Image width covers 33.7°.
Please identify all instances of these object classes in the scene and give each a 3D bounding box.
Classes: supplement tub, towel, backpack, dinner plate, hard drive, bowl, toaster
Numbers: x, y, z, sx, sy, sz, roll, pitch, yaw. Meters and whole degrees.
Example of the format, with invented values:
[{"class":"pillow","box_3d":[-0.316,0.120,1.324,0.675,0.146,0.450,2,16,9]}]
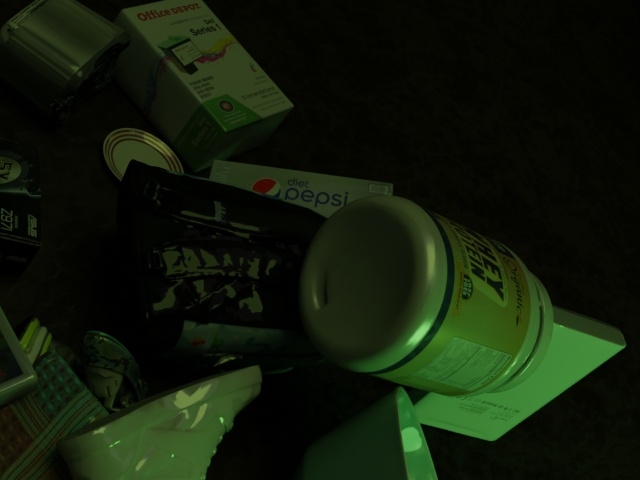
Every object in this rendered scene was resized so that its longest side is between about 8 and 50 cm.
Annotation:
[{"class":"supplement tub","box_3d":[0.149,0.085,1.411,0.316,0.228,0.228,21,42,-45]},{"class":"towel","box_3d":[-0.253,0.336,1.167,0.370,0.040,0.271,54,35,-16]},{"class":"backpack","box_3d":[-0.106,0.058,1.505,0.355,0.273,0.290,-1,53,-19]},{"class":"dinner plate","box_3d":[-0.283,-0.120,1.677,0.141,0.017,0.141,24,43,-24]},{"class":"hard drive","box_3d":[0.293,0.209,1.642,0.203,0.307,0.040,19,43,-28]},{"class":"bowl","box_3d":[0.068,0.359,1.364,0.311,0.163,0.311,-16,90,-80]},{"class":"toaster","box_3d":[-0.409,-0.283,1.631,0.146,0.129,0.227,35,40,-4]}]

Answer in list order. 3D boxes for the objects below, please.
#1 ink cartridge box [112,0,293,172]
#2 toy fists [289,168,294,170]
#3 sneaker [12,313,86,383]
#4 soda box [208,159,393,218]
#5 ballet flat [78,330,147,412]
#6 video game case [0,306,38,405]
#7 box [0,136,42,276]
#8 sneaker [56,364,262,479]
[{"class":"ink cartridge box","box_3d":[-0.215,-0.274,1.799,0.278,0.117,0.201,49,38,8]},{"class":"toy fists","box_3d":[0.000,0.000,1.753,0.142,0.096,0.279,-6,61,-42]},{"class":"sneaker","box_3d":[-0.344,0.222,1.232,0.121,0.111,0.300,32,41,-20]},{"class":"soda box","box_3d":[-0.034,-0.049,1.649,0.286,0.098,0.091,8,65,3]},{"class":"ballet flat","box_3d":[-0.257,0.175,1.311,0.070,0.188,0.070,-4,62,7]},{"class":"video game case","box_3d":[-0.516,0.102,1.123,0.329,0.036,0.300,-23,64,-26]},{"class":"box","box_3d":[-0.457,-0.056,1.411,0.147,0.077,0.180,16,45,-32]},{"class":"sneaker","box_3d":[-0.159,0.258,1.231,0.292,0.108,0.169,-20,88,-47]}]
